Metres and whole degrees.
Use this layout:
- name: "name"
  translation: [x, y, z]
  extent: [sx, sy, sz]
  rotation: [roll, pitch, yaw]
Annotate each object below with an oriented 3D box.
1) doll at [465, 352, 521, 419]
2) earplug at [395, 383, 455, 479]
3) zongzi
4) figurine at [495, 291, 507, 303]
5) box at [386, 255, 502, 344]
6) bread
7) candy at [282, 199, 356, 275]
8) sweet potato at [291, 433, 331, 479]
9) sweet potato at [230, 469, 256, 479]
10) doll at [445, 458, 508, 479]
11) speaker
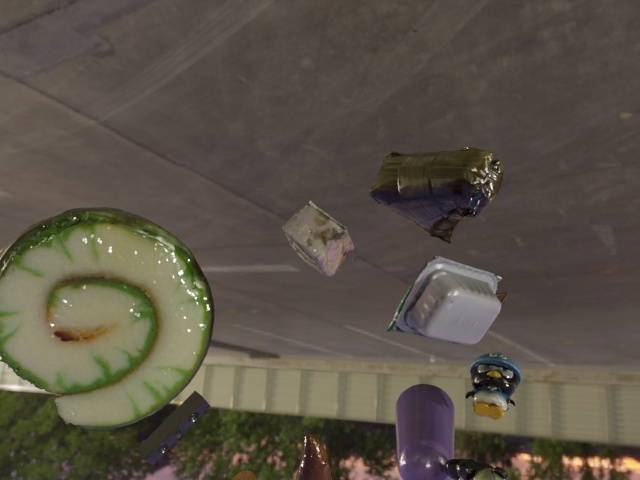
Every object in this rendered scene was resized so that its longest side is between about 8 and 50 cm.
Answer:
- name: "doll"
  translation: [0.599, 0.487, 2.071]
  extent: [0.177, 0.141, 0.314]
  rotation: [8, -152, 19]
- name: "earplug"
  translation: [0.342, 0.658, 1.972]
  extent: [0.215, 0.215, 0.456]
  rotation: [2, -170, 10]
- name: "zongzi"
  translation: [0.293, -0.071, 1.272]
  extent: [0.286, 0.138, 0.300]
  rotation: [5, 150, 49]
- name: "figurine"
  translation: [0.538, 0.190, 2.238]
  extent: [0.226, 0.183, 0.160]
  rotation: [45, 157, -10]
- name: "box"
  translation: [0.391, 0.206, 1.749]
  extent: [0.336, 0.264, 0.106]
  rotation: [16, -158, -33]
- name: "bread"
  translation: [-0.374, 0.136, 1.030]
  extent: [0.366, 0.382, 0.129]
  rotation: [8, -177, -29]
- name: "candy"
  translation: [0.000, 0.000, 1.780]
  extent: [0.185, 0.137, 0.195]
  rotation: [39, 170, 22]
- name: "sweet potato"
  translation: [-0.031, 0.601, 1.397]
  extent: [0.112, 0.359, 0.112]
  rotation: [15, -164, -4]
- name: "sweet potato"
  translation: [-0.255, 0.837, 1.838]
  extent: [0.097, 0.252, 0.097]
  rotation: [13, 170, 2]
- name: "doll"
  translation: [0.428, 0.661, 1.621]
  extent: [0.135, 0.143, 0.234]
  rotation: [-10, 164, -6]
- name: "speaker"
  translation: [-0.358, 0.455, 1.465]
  extent: [0.046, 0.191, 0.040]
  rotation: [36, 165, 35]
